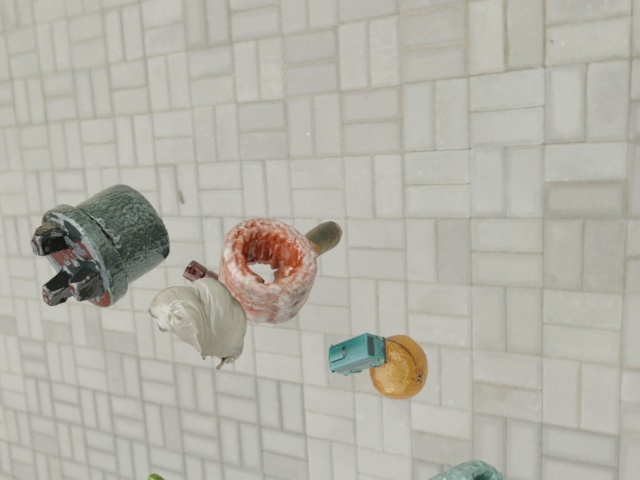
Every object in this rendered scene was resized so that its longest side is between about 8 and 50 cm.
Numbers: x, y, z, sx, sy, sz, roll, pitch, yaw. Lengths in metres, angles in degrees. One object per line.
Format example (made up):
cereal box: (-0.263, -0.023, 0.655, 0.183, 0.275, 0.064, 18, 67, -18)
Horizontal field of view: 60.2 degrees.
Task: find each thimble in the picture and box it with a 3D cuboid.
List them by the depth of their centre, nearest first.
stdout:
thimble: (0.308, 0.564, 1.142, 0.143, 0.198, 0.235, -39, 106, 26)
thimble: (-0.128, 0.076, 1.334, 0.239, 0.239, 0.162, 41, 142, 14)

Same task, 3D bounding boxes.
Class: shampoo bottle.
shampoo bottle: (-0.277, 0.149, 1.610, 0.260, 0.102, 0.064, 31, 86, 3)

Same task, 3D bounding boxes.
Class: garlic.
garlic: (-0.228, 0.159, 1.136, 0.178, 0.229, 0.142, 31, 78, 39)

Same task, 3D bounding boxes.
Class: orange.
orange: (0.234, 0.376, 1.631, 0.161, 0.193, 0.193, -3, 99, 42)

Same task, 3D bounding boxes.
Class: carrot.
carrot: (0.000, 0.000, 1.532, 0.082, 0.173, 0.082, 12, 118, 24)

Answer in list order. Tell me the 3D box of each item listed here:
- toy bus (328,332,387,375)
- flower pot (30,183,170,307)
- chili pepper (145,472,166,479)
toy bus: (0.094, 0.308, 1.488, 0.160, 0.092, 0.079, -30, 49, 41)
flower pot: (-0.574, 0.020, 1.389, 0.299, 0.283, 0.299, 22, 133, 26)
chili pepper: (-0.328, 0.615, 1.300, 0.202, 0.052, 0.050, 26, 126, 13)
